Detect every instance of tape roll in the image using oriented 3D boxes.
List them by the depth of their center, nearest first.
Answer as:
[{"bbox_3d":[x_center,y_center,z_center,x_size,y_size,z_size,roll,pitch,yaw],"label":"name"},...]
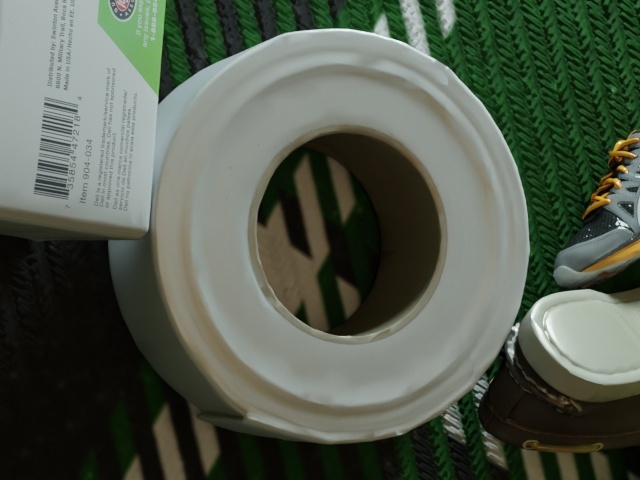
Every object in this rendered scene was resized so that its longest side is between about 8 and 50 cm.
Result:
[{"bbox_3d":[0.000,0.000,1.206,0.286,0.100,0.286,2,86,-25],"label":"tape roll"}]

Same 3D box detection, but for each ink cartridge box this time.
[{"bbox_3d":[-0.229,-0.112,1.045,0.273,0.114,0.198,11,82,-50],"label":"ink cartridge box"}]

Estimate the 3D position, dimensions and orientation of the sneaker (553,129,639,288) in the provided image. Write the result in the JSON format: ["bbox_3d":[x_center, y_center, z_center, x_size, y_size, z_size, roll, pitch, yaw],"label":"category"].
[{"bbox_3d":[0.248,-0.040,1.338,0.215,0.084,0.083,-39,89,-25],"label":"sneaker"}]

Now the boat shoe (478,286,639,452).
[{"bbox_3d":[0.252,0.100,1.307,0.324,0.097,0.116,-1,46,-42],"label":"boat shoe"}]
